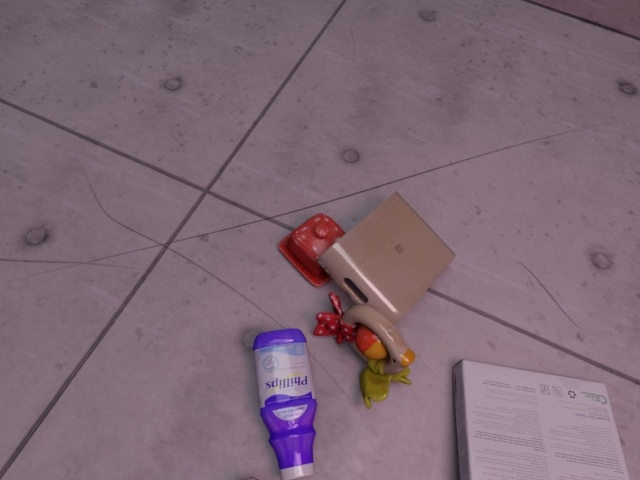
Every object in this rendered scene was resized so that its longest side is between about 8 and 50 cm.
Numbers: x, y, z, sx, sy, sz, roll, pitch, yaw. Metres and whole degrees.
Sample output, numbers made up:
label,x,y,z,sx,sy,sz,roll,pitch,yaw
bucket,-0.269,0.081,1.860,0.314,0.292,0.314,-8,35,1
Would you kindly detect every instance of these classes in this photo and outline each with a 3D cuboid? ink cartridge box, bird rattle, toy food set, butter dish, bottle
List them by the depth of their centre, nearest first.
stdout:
label,x,y,z,sx,sy,sz,roll,pitch,yaw
ink cartridge box,0.443,0.429,0.860,0.325,0.071,0.329,10,55,-1
bottle,-0.068,0.327,0.871,0.118,0.092,0.282,-6,63,-10
bird rattle,0.104,0.204,0.898,0.143,0.207,0.253,-24,74,-29
toy food set,0.166,0.039,1.022,0.219,0.092,0.306,48,58,3
butter dish,0.000,0.000,1.035,0.160,0.118,0.160,-38,71,-21

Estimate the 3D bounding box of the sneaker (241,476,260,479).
label,x,y,z,sx,sy,sz,roll,pitch,yaw
sneaker,-0.018,0.569,0.741,0.150,0.135,0.365,-24,76,-25
